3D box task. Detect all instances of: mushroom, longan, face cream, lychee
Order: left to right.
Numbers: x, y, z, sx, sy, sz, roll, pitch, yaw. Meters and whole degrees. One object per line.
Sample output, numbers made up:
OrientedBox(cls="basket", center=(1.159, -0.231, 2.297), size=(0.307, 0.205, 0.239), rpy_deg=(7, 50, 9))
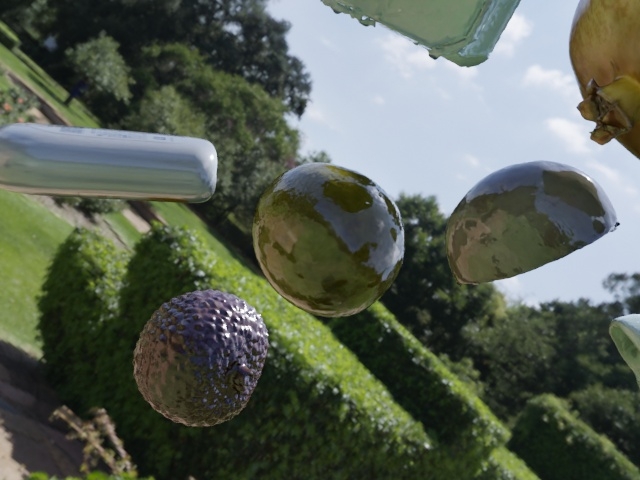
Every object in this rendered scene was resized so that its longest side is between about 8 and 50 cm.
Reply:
OrientedBox(cls="face cream", center=(-0.252, -0.079, 0.702), size=(0.291, 0.071, 0.144), rpy_deg=(3, 6, -17))
OrientedBox(cls="lychee", center=(-0.221, 0.210, 1.296), size=(0.260, 0.261, 0.260), rpy_deg=(42, -2, 2))
OrientedBox(cls="longan", center=(0.000, 0.000, 0.338), size=(0.075, 0.075, 0.083), rpy_deg=(43, -21, -28))
OrientedBox(cls="mushroom", center=(0.225, -0.028, 0.783), size=(0.141, 0.188, 0.117), rpy_deg=(-100, 170, -69))

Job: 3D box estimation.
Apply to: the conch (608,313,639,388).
OrientedBox(cls="conch", center=(0.446, 0.167, 0.882), size=(0.185, 0.121, 0.221), rpy_deg=(26, -21, 49))

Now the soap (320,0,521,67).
OrientedBox(cls="soap", center=(0.114, -0.274, 0.549), size=(0.150, 0.262, 0.094), rpy_deg=(34, 14, 23))

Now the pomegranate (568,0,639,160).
OrientedBox(cls="pomegranate", center=(0.388, -0.194, 0.682), size=(0.319, 0.319, 0.319), rpy_deg=(42, -2, 2))
